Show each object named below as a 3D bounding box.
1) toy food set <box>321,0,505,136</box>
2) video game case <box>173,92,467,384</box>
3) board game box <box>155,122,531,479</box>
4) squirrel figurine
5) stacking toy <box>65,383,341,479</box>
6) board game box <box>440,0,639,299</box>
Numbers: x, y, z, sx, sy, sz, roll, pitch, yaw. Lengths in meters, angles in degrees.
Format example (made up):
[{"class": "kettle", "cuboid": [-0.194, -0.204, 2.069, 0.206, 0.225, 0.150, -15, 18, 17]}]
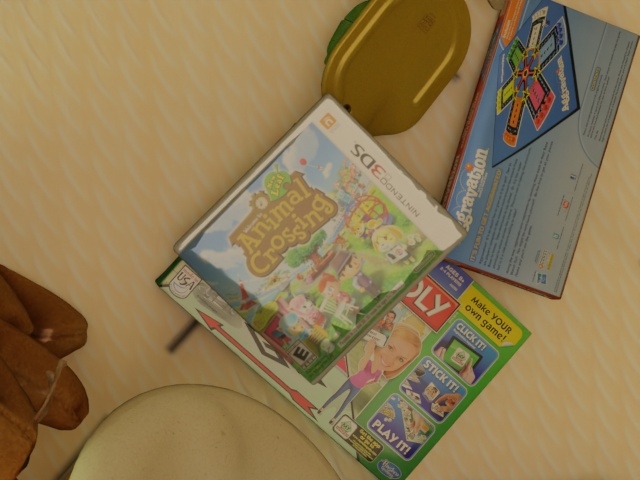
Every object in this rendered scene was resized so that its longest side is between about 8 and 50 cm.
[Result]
[{"class": "toy food set", "cuboid": [0.074, -0.201, 1.777, 0.128, 0.071, 0.218, 39, 90, -34]}, {"class": "video game case", "cuboid": [0.000, 0.000, 1.737, 0.212, 0.023, 0.193, -45, 98, 5]}, {"class": "board game box", "cuboid": [0.024, 0.067, 1.798, 0.317, 0.046, 0.213, 41, 88, -10]}, {"class": "squirrel figurine", "cuboid": [-0.393, 0.096, 1.562, 0.397, 0.370, 0.281, 41, 85, -8]}, {"class": "stacking toy", "cuboid": [-0.212, 0.359, 1.616, 0.480, 0.350, 0.350, -28, 102, 36]}, {"class": "board game box", "cuboid": [0.212, -0.096, 1.801, 0.145, 0.027, 0.281, 20, 84, -15]}]
